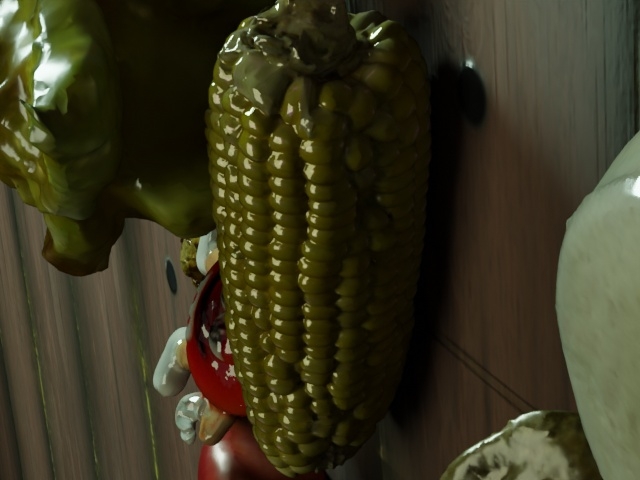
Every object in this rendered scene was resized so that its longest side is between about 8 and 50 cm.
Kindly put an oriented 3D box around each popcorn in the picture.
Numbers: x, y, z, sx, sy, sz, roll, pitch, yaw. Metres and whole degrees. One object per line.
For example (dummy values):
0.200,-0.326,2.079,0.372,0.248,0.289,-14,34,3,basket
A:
-0.153,-0.142,1.087,0.321,0.290,0.325,-3,123,54,popcorn

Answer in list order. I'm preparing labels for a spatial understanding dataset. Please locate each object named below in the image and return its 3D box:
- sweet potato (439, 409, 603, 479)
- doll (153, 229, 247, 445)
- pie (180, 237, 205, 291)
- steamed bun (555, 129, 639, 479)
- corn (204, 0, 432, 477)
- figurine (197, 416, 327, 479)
0.100,0.219,0.808,0.369,0.158,0.158,96,155,-58,sweet potato
-0.060,0.064,1.191,0.217,0.085,0.183,21,92,61,doll
-0.101,-0.015,1.393,0.191,0.033,0.088,133,127,-67,pie
0.179,0.050,0.465,0.232,0.145,0.232,57,164,26,steamed bun
0.000,0.000,0.976,0.130,0.130,0.347,-123,24,-46,corn
-0.056,0.289,1.168,0.211,0.270,0.261,11,104,34,figurine
